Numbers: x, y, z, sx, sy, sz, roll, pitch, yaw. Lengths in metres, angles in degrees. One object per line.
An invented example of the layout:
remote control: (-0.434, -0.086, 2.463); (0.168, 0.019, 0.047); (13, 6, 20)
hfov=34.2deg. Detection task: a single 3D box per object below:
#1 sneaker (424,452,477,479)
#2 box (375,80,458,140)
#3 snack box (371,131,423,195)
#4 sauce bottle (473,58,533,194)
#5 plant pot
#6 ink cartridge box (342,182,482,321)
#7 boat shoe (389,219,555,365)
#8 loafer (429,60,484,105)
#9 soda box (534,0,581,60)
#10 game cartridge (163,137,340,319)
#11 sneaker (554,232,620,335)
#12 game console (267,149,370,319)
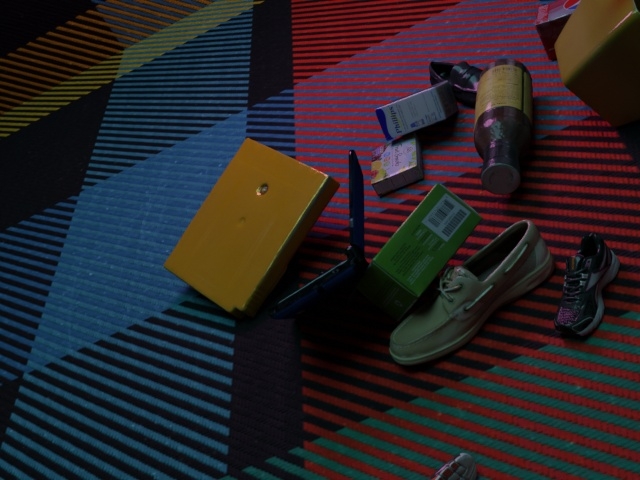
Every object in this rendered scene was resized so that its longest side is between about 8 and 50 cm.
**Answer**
sneaker: (0.139, 0.336, 1.374); (0.158, 0.061, 0.065); (-43, 25, -18)
box: (0.200, -0.268, 2.142); (0.137, 0.072, 0.126); (-18, 8, 23)
snack box: (0.154, -0.155, 2.094); (0.100, 0.037, 0.141); (-21, 31, 16)
sauce bottle: (0.339, -0.213, 1.934); (0.111, 0.111, 0.344); (-17, 32, 25)
plant pot: (0.534, -0.329, 1.826); (0.187, 0.212, 0.212); (-42, 27, 32)
ink cartridge box: (0.148, 0.044, 1.742); (0.189, 0.097, 0.255); (-48, -8, -24)
boat shoe: (0.224, 0.079, 1.627); (0.302, 0.098, 0.109); (-34, 30, -3)
loafer: (0.302, -0.334, 2.177); (0.076, 0.078, 0.223); (-42, 31, -15)
soda box: (0.572, -0.457, 2.092); (0.263, 0.092, 0.083); (-14, 35, 28)
game cartridge: (-0.141, -0.026, 2.052); (0.285, 0.053, 0.323); (29, 86, 46)
sneaker: (0.380, 0.060, 1.531); (0.072, 0.077, 0.178); (-7, 39, 38)
game console: (0.000, 0.000, 1.751); (0.250, 0.173, 0.293); (-32, -6, 2)
